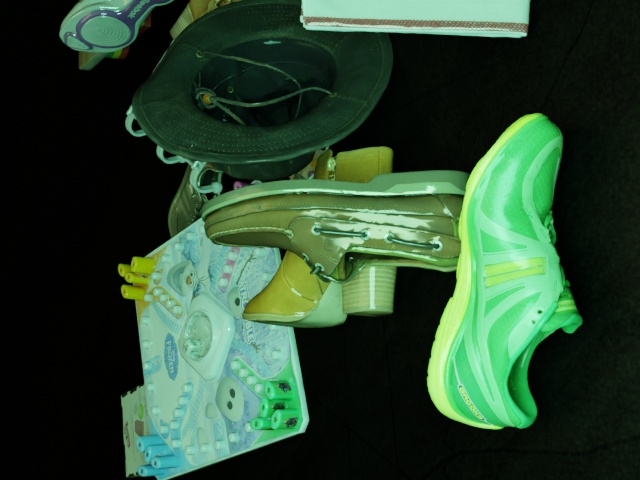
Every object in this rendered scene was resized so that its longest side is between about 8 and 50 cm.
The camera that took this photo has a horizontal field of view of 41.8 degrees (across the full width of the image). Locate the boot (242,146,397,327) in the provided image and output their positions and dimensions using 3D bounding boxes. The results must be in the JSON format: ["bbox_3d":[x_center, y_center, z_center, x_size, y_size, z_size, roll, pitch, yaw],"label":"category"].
[{"bbox_3d":[0.000,0.000,1.072,0.295,0.104,0.211,-16,69,52],"label":"boot"}]

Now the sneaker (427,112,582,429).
[{"bbox_3d":[0.188,0.033,0.773,0.123,0.109,0.296,15,100,34],"label":"sneaker"}]

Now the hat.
[{"bbox_3d":[-0.060,-0.165,1.050,0.134,0.331,0.331,79,164,-46],"label":"hat"}]

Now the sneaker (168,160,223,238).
[{"bbox_3d":[-0.211,-0.061,1.429,0.071,0.066,0.188,45,126,49],"label":"sneaker"}]

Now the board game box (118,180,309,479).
[{"bbox_3d":[-0.193,0.151,1.331,0.390,0.050,0.390,-30,62,41],"label":"board game box"}]

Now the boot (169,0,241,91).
[{"bbox_3d":[-0.118,-0.294,1.158,0.152,0.073,0.197,-45,63,15],"label":"boot"}]

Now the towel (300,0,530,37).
[{"bbox_3d":[0.102,-0.371,0.838,0.037,0.237,0.329,-12,-75,-80],"label":"towel"}]

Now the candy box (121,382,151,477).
[{"bbox_3d":[-0.288,0.337,1.523,0.233,0.071,0.159,-31,62,52],"label":"candy box"}]

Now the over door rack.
[{"bbox_3d":[-0.160,-0.261,1.307,0.239,0.108,0.324,38,107,39],"label":"over door rack"}]

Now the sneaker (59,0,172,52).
[{"bbox_3d":[-0.377,-0.477,1.625,0.305,0.114,0.152,-31,49,16],"label":"sneaker"}]

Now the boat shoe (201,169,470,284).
[{"bbox_3d":[0.012,-0.007,0.899,0.307,0.110,0.105,-5,81,20],"label":"boat shoe"}]

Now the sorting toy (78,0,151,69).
[{"bbox_3d":[-0.442,-0.519,1.806,0.255,0.089,0.257,-9,81,58],"label":"sorting toy"}]

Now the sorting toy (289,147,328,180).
[{"bbox_3d":[-0.013,-0.108,1.141,0.083,0.044,0.075,48,121,49],"label":"sorting toy"}]
